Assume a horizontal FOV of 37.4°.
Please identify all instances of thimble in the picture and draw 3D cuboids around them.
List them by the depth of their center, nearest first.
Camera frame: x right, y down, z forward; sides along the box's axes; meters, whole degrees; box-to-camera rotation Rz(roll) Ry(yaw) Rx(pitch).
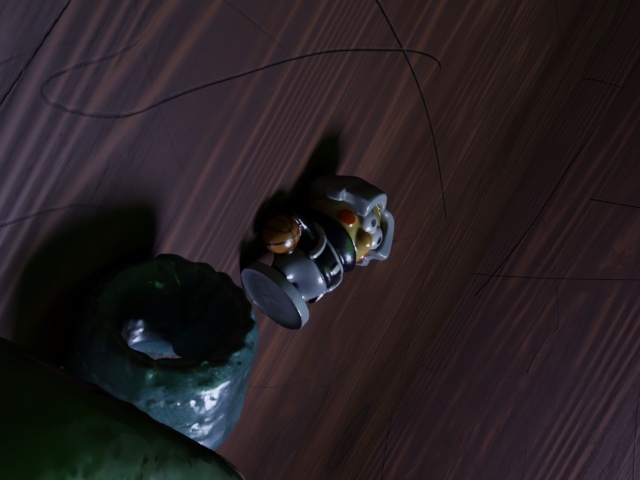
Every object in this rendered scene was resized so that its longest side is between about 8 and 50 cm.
[{"bbox_3d":[-0.171,0.122,1.023,0.235,0.198,0.143,-92,-163,-58],"label":"thimble"}]

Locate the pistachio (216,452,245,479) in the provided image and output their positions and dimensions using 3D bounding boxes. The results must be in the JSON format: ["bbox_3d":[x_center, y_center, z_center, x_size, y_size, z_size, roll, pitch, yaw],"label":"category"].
[{"bbox_3d":[-0.220,0.409,1.348,0.193,0.214,0.318,-20,-169,26],"label":"pistachio"}]

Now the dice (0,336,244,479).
[{"bbox_3d":[-0.264,0.222,0.636,0.318,0.330,0.322,-61,146,-13],"label":"dice"}]

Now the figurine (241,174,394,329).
[{"bbox_3d":[0.000,0.000,1.376,0.236,0.133,0.176,-43,137,-26],"label":"figurine"}]
